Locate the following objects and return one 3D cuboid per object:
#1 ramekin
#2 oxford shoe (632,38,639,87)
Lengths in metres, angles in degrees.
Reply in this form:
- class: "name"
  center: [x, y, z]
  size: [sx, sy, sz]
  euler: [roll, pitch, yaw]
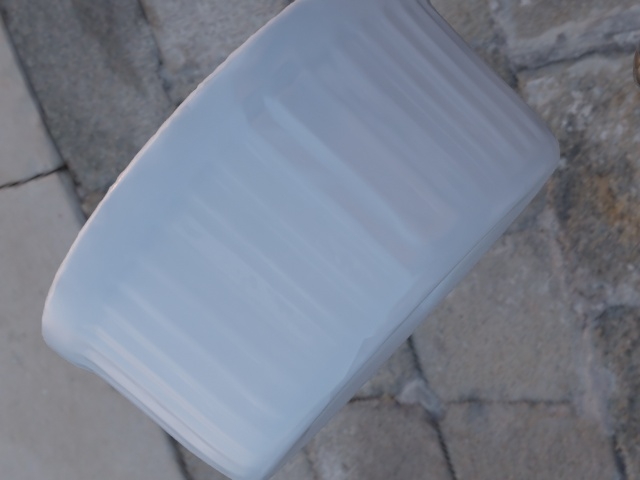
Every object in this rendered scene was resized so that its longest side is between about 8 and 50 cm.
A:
- class: "ramekin"
  center: [0.000, 0.000, 0.611]
  size: [0.135, 0.277, 0.277]
  euler: [42, 130, 8]
- class: "oxford shoe"
  center: [0.431, -0.253, 1.308]
  size: [0.083, 0.227, 0.096]
  euler: [47, 161, 15]
